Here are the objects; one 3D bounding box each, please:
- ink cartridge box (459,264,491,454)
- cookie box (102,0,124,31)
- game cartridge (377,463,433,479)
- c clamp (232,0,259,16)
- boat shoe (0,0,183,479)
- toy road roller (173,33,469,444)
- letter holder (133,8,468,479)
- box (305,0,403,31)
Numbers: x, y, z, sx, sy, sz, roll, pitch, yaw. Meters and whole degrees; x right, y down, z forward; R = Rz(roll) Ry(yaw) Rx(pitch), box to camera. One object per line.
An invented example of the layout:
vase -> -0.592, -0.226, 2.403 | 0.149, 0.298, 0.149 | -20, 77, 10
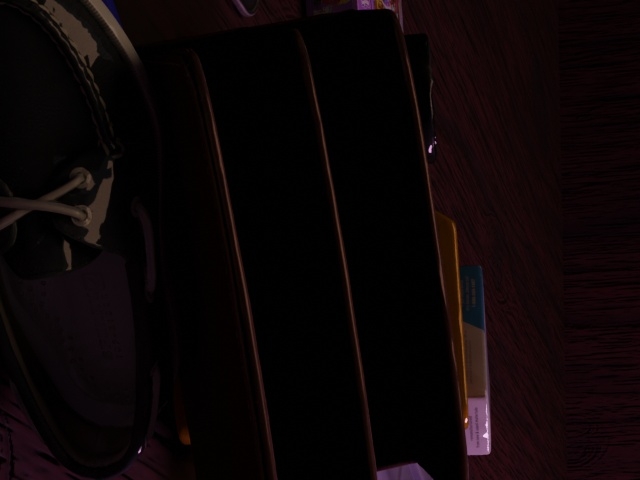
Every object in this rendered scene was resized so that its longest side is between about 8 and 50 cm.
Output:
ink cartridge box -> 0.037, 0.097, 1.225 | 0.139, 0.191, 0.082 | -86, 169, -46
cookie box -> -0.146, -0.096, 0.938 | 0.092, 0.040, 0.107 | -73, 153, -50
game cartridge -> 0.065, 0.180, 1.577 | 0.355, 0.068, 0.230 | 69, 27, -45
c clamp -> -0.070, -0.263, 1.292 | 0.161, 0.022, 0.137 | 42, 51, -69
boat shoe -> -0.135, -0.005, 0.824 | 0.091, 0.114, 0.302 | -81, 159, -55
toy road roller -> 0.000, 0.000, 1.157 | 0.240, 0.202, 0.329 | 22, 64, -85
letter holder -> -0.003, 0.026, 0.890 | 0.214, 0.152, 0.302 | -153, -127, -73
box -> 0.032, -0.312, 1.583 | 0.201, 0.057, 0.293 | 10, 76, -74
